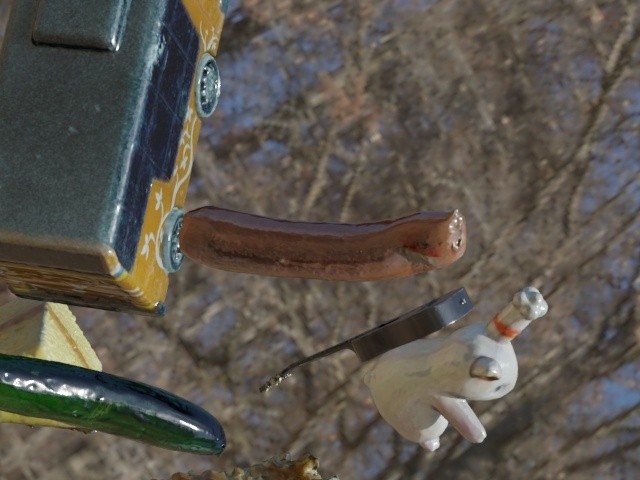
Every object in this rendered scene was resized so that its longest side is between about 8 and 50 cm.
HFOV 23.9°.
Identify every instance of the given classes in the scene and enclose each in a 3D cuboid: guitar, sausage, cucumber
[{"bbox_3d":[0.038,0.101,1.427,0.233,0.088,0.025,-26,-90,25],"label":"guitar"},{"bbox_3d":[0.000,0.000,0.900,0.176,0.040,0.047,2,-81,18],"label":"sausage"},{"bbox_3d":[-0.123,0.087,0.819,0.033,0.184,0.036,-38,-133,40],"label":"cucumber"}]

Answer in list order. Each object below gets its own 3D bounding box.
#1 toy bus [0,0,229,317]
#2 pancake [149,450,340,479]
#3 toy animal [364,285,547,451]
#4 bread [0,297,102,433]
[{"bbox_3d":[-0.194,-0.113,1.326,0.162,0.323,0.194,7,-14,13],"label":"toy bus"},{"bbox_3d":[-0.100,0.164,0.681,0.266,0.244,0.057,46,-12,23],"label":"pancake"},{"bbox_3d":[0.189,0.167,1.895,0.282,0.140,0.138,-22,-51,42],"label":"toy animal"},{"bbox_3d":[-0.348,0.163,1.689,0.135,0.178,0.240,62,-1,-17],"label":"bread"}]
